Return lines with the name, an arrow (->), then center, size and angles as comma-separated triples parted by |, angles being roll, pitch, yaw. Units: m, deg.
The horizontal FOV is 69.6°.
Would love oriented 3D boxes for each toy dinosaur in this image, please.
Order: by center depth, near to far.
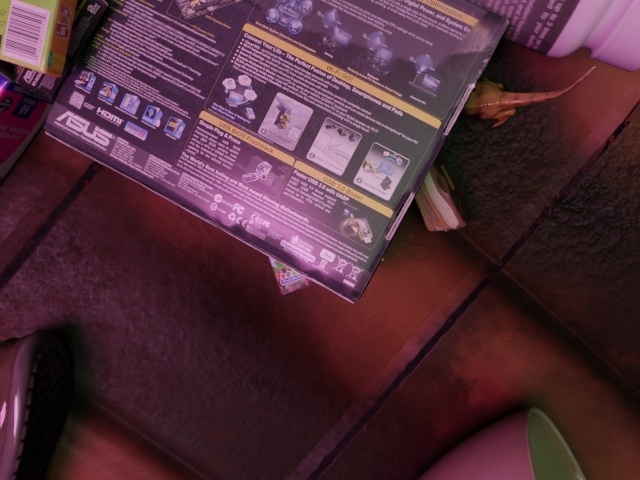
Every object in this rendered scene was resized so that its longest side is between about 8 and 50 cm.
toy dinosaur -> 0.209, -0.167, 0.555 | 0.211, 0.112, 0.064 | 8, 108, 32

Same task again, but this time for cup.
cup -> 0.216, 0.405, 0.566 | 0.237, 0.331, 0.331 | -28, 101, 25

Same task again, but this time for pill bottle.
pill bottle -> 0.221, -0.289, 0.472 | 0.283, 0.161, 0.161 | 27, 95, 11

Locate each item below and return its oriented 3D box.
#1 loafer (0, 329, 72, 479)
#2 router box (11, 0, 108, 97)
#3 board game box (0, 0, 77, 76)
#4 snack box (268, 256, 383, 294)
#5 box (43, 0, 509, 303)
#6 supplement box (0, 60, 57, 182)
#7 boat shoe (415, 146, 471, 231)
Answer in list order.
loafer -> -0.410, 0.278, 0.553 | 0.130, 0.134, 0.366 | 16, 96, -8
router box -> -0.284, -0.228, 0.491 | 0.122, 0.092, 0.038 | -49, 143, 15
board game box -> -0.272, -0.296, 0.413 | 0.124, 0.039, 0.260 | 17, 102, -1
snack box -> 0.000, 0.000, 0.603 | 0.141, 0.037, 0.100 | -19, 98, -3
box -> -0.057, -0.165, 0.506 | 0.394, 0.097, 0.318 | 28, 97, 6
supplement box -> -0.422, -0.112, 0.510 | 0.114, 0.111, 0.220 | 38, 93, -9
boat shoe -> 0.121, -0.092, 0.587 | 0.072, 0.068, 0.190 | -17, 106, 39
